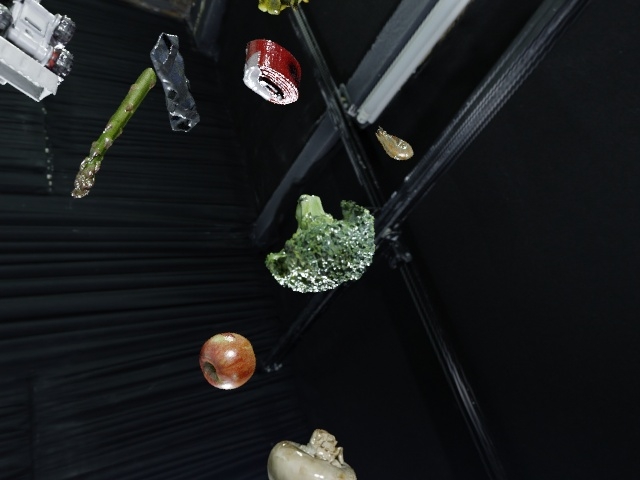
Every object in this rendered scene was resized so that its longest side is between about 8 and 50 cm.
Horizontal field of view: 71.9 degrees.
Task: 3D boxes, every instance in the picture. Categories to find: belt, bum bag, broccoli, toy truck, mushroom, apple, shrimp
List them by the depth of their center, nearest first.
[{"bbox_3d":[-0.495,-0.330,0.731,0.111,0.136,0.286,-34,-130,17],"label":"toy truck"},{"bbox_3d":[0.154,-0.200,0.911,0.023,0.059,0.108,101,-28,-46],"label":"shrimp"},{"bbox_3d":[-0.020,0.557,1.078,0.226,0.226,0.178,-1,-110,54],"label":"mushroom"},{"bbox_3d":[0.006,0.019,1.105,0.260,0.287,0.236,-96,168,-66],"label":"broccoli"},{"bbox_3d":[-0.242,0.319,1.173,0.146,0.130,0.147,14,-69,38],"label":"apple"},{"bbox_3d":[-0.145,-0.499,1.336,0.127,0.200,0.124,-13,-115,36],"label":"belt"},{"bbox_3d":[-0.464,-0.492,1.406,0.074,0.137,0.310,6,-52,20],"label":"bum bag"}]

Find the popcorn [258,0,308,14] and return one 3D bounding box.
[{"bbox_3d":[-0.082,-0.595,0.935,0.170,0.217,0.189,-77,154,-53],"label":"popcorn"}]

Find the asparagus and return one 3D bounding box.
[{"bbox_3d":[-0.256,-0.147,0.558,0.024,0.025,0.249,-29,-141,35],"label":"asparagus"}]
